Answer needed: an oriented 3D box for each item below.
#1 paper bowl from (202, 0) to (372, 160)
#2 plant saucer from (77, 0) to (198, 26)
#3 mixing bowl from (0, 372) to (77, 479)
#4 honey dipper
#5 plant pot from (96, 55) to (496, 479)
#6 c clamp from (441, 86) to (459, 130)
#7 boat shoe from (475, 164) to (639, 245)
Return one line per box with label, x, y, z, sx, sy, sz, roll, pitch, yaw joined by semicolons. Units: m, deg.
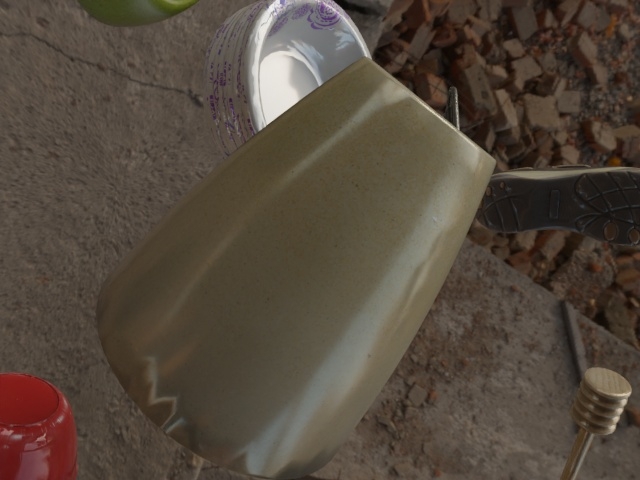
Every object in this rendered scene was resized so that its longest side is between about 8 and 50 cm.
paper bowl;-0.047;-0.196;0.749;0.284;0.148;0.283;-5;96;-50
plant saucer;-0.083;-0.248;0.338;0.037;0.241;0.240;28;85;-2
mixing bowl;-0.354;0.214;0.582;0.182;0.181;0.098;21;104;-22
honey dipper;0.189;0.165;0.388;0.031;0.030;0.160;-7;121;-21
plant pot;0.000;0.000;0.430;0.257;0.256;0.274;30;111;-21
c clamp;0.158;-0.108;0.629;0.022;0.137;0.160;3;55;6
boat shoe;0.446;-0.081;0.889;0.356;0.130;0.132;8;117;18
